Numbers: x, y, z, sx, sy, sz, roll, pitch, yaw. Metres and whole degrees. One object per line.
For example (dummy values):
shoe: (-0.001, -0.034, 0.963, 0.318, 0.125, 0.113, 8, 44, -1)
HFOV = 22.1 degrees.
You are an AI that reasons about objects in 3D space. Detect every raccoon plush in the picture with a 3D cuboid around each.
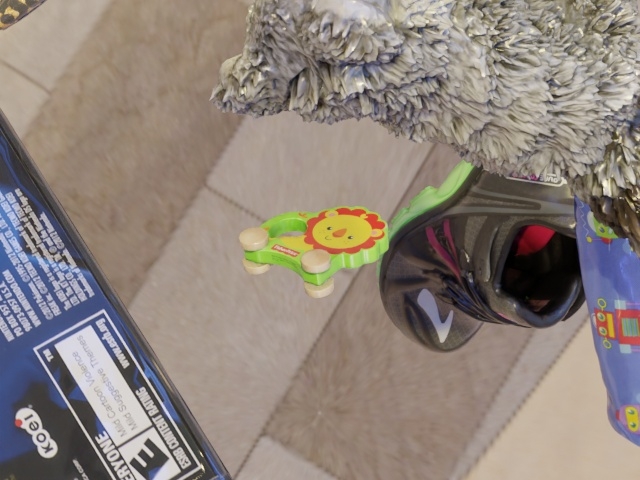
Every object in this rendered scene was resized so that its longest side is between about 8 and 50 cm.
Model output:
raccoon plush: (0.139, -0.091, 1.221, 0.446, 0.216, 0.299, 43, 45, 5)

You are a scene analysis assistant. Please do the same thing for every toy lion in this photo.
toy lion: (0.000, 0.000, 1.296, 0.100, 0.034, 0.096, 19, 43, 32)

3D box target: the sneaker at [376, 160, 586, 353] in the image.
sneaker: (0.198, 0.028, 1.907, 0.185, 0.483, 0.202, -1, 63, -18)

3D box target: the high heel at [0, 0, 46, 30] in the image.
high heel: (-0.299, -0.341, 1.583, 0.093, 0.186, 0.261, 31, 95, 31)

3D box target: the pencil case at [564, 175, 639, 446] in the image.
pencil case: (0.305, 0.044, 1.501, 0.119, 0.133, 0.306, 7, 124, 36)

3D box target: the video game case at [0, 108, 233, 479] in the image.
video game case: (-0.201, 0.038, 0.588, 0.248, 0.035, 0.275, -30, 85, -32)
